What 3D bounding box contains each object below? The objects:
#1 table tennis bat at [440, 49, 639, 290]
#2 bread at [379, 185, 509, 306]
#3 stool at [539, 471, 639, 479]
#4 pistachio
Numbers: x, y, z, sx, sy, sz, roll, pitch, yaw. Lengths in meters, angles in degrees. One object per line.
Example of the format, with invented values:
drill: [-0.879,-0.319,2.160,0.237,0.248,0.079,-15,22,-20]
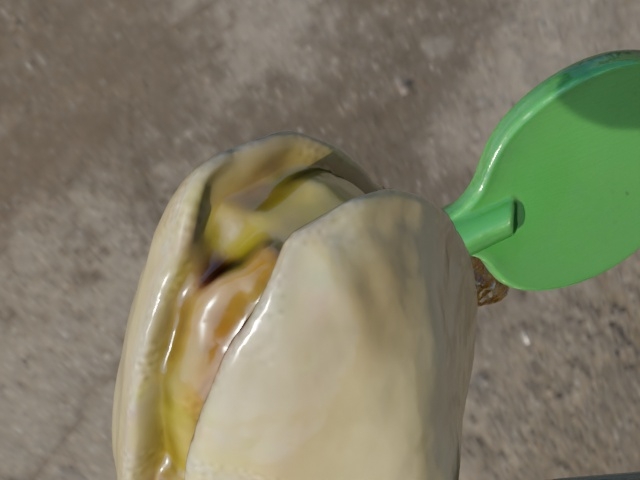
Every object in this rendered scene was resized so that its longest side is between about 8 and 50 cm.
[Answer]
table tennis bat: [0.121,-0.023,1.082,0.257,0.160,0.039,-24,42,-20]
bread: [0.055,-0.002,1.591,0.233,0.076,0.105,14,32,1]
stool: [0.327,0.327,1.557,0.330,0.297,0.297,-22,55,50]
pistachio: [-0.008,0.059,0.660,0.152,0.223,0.126,-38,53,-23]
